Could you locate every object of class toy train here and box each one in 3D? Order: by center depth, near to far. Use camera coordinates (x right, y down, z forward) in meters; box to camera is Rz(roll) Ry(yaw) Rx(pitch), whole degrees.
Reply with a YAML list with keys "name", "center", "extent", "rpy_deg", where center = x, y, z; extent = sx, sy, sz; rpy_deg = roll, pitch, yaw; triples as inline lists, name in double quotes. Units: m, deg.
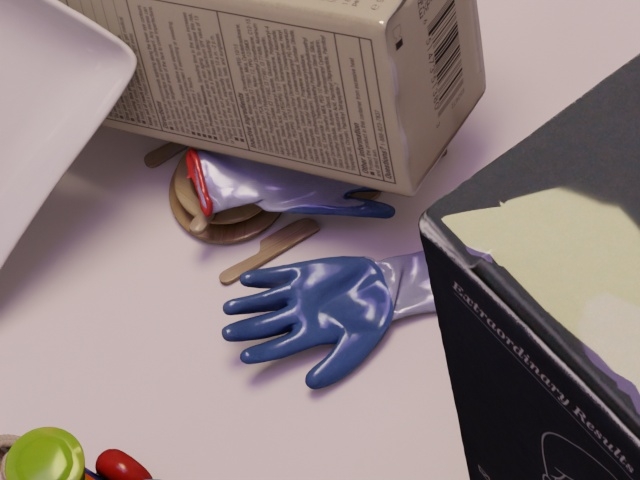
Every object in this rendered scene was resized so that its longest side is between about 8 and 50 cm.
- name: "toy train"
  center: [-0.160, 0.156, 1.084]
  extent: [0.248, 0.143, 0.105]
  rpy_deg: [30, 69, 22]

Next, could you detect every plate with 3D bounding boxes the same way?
- name: "plate"
  center: [-0.304, -0.090, 1.166]
  extent: [0.278, 0.045, 0.277]
  rpy_deg: [32, 109, -12]

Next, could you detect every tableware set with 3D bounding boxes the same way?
- name: "tableware set"
  center: [-0.020, -0.070, 1.247]
  extent: [0.194, 0.039, 0.128]
  rpy_deg: [-31, 61, -8]

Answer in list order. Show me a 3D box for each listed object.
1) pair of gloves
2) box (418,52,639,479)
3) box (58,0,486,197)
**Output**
- name: "pair of gloves"
  center: [0.000, 0.000, 1.195]
  extent: [0.159, 0.023, 0.198]
  rpy_deg: [-12, 74, -8]
- name: "box"
  center: [0.233, 0.115, 0.900]
  extent: [0.212, 0.395, 0.293]
  rpy_deg: [-36, 63, -11]
- name: "box"
  center: [-0.059, -0.146, 1.176]
  extent: [0.311, 0.148, 0.121]
  rpy_deg: [15, 49, 25]
